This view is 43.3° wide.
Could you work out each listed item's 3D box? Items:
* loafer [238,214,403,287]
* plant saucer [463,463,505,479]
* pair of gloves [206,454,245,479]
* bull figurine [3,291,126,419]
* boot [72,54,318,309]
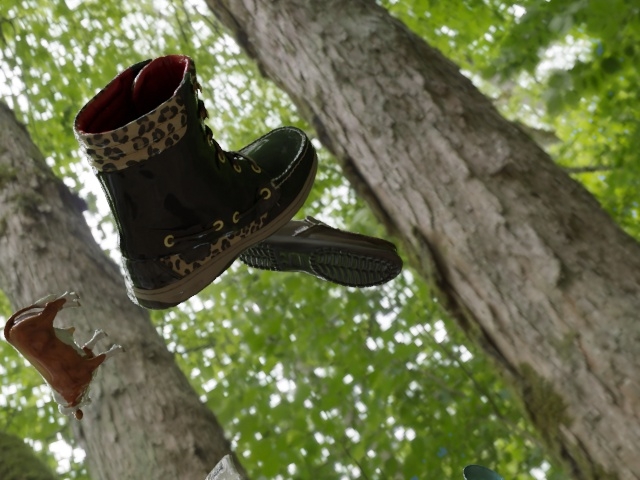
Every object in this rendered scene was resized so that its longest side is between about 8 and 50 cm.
[{"bbox_3d":[0.000,0.000,1.726,0.366,0.130,0.133,10,-37,9],"label":"loafer"},{"bbox_3d":[0.390,0.577,1.909,0.119,0.119,0.021,6,-66,-36],"label":"plant saucer"},{"bbox_3d":[-0.223,0.567,1.600,0.042,0.204,0.240,40,-94,-24],"label":"pair of gloves"},{"bbox_3d":[-0.553,0.250,1.764,0.188,0.101,0.310,-45,-49,-21],"label":"bull figurine"},{"bbox_3d":[-0.155,-0.119,1.098,0.377,0.138,0.284,-43,-42,-30],"label":"boot"}]
